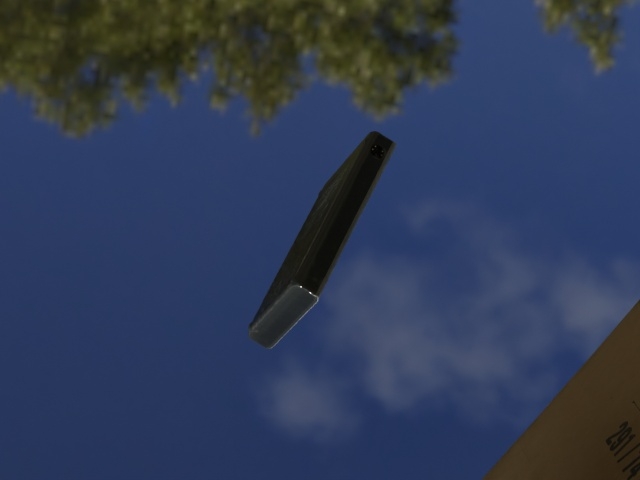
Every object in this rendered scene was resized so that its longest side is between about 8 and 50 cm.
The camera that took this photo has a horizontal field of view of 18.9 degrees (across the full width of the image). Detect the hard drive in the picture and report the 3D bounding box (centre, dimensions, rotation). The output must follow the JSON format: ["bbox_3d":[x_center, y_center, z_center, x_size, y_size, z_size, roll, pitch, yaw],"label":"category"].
[{"bbox_3d":[0.000,0.000,1.281,0.022,0.094,0.135,32,-122,-7],"label":"hard drive"}]

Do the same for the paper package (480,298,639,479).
[{"bbox_3d":[0.204,0.200,1.061,0.168,0.309,0.325,40,-177,-14],"label":"paper package"}]
